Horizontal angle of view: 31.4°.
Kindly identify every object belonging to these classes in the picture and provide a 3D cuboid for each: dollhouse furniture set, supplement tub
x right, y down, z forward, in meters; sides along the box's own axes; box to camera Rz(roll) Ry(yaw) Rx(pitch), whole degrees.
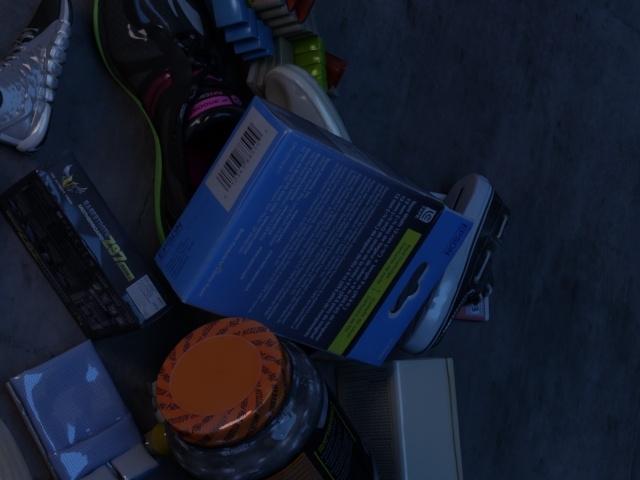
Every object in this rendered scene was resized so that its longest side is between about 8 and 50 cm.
[{"bbox_3d":[-0.326,0.190,1.364,0.303,0.198,0.286,-24,86,-39],"label":"dollhouse furniture set"},{"bbox_3d":[-0.065,0.258,1.448,0.207,0.207,0.338,-58,143,-27],"label":"supplement tub"}]

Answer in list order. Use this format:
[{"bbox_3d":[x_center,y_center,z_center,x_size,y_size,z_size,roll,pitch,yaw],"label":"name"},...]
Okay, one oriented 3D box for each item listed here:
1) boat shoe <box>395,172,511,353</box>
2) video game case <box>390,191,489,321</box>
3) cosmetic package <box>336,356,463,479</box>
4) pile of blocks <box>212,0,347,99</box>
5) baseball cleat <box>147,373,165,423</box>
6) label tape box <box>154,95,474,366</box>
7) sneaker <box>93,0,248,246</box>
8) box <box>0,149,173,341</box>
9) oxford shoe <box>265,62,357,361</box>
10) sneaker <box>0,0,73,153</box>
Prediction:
[{"bbox_3d":[0.222,0.047,1.768,0.119,0.121,0.335,36,61,-16],"label":"boat shoe"},{"bbox_3d":[0.151,0.019,1.819,0.285,0.025,0.204,7,77,-31],"label":"video game case"},{"bbox_3d":[0.118,0.331,1.655,0.113,0.160,0.310,1,81,-33],"label":"cosmetic package"},{"bbox_3d":[-0.051,-0.296,1.612,0.362,0.112,0.149,50,39,-46],"label":"pile of blocks"},{"bbox_3d":[-0.140,0.189,1.573,0.205,0.072,0.110,-14,81,-37],"label":"baseball cleat"},{"bbox_3d":[0.000,0.000,1.464,0.347,0.115,0.249,22,106,-40],"label":"label tape box"},{"bbox_3d":[-0.165,-0.191,1.554,0.185,0.202,0.483,-19,91,-34],"label":"sneaker"},{"bbox_3d":[-0.303,0.014,1.437,0.059,0.183,0.233,-38,100,-32],"label":"box"},{"bbox_3d":[-0.020,-0.021,1.599,0.130,0.169,0.450,-19,110,-26],"label":"oxford shoe"},{"bbox_3d":[-0.406,-0.236,1.483,0.132,0.086,0.229,15,74,-27],"label":"sneaker"}]
